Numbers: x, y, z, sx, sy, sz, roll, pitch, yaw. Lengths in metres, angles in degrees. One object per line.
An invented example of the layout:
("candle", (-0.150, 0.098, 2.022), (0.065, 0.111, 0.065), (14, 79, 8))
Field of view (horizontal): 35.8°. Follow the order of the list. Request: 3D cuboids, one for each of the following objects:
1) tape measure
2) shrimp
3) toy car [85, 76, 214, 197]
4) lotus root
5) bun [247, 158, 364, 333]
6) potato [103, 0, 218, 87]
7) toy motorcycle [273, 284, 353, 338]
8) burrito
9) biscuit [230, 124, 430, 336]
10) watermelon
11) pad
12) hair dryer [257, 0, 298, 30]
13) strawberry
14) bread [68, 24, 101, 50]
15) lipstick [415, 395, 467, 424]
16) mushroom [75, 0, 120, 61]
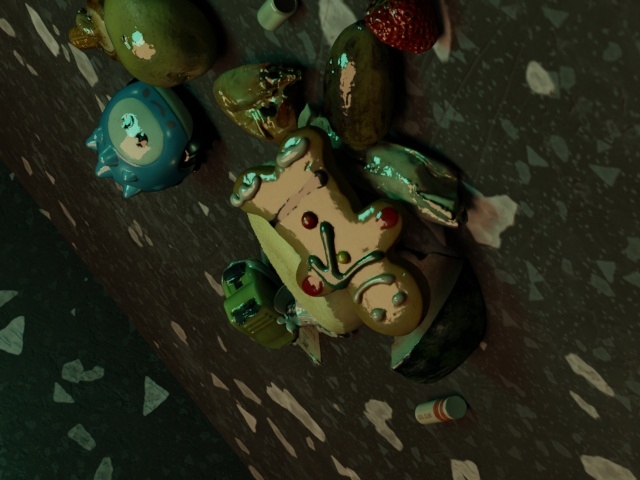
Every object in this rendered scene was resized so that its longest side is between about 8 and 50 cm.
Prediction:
("tape measure", (-0.109, 0.114, 1.850), (0.200, 0.106, 0.175), (40, -160, -52))
("shrimp", (-0.078, -0.201, 1.431), (0.145, 0.061, 0.267), (47, 156, -10))
("toy car", (-0.318, -0.176, 1.767), (0.188, 0.190, 0.255), (53, 156, 0))
("lotus root", (0.045, -0.182, 1.183), (0.089, 0.080, 0.179), (36, 145, 34))
("bun", (0.000, 0.000, 1.468), (0.287, 0.146, 0.287), (56, 168, 17))
("potato", (-0.248, -0.326, 1.489), (0.194, 0.157, 0.157), (64, 159, 7))
("toy motorcycle", (-0.012, 0.100, 1.713), (0.150, 0.102, 0.221), (22, 152, 15))
("burrito", (0.071, -0.098, 1.284), (0.309, 0.066, 0.096), (32, 155, 42))
("biscuit", (0.024, 0.000, 1.268), (0.301, 0.049, 0.197), (50, 129, 0))
("watermelon", (0.175, 0.098, 1.407), (0.207, 0.136, 0.202), (39, -139, -60))
("pad", (-0.059, 0.136, 1.962), (0.159, 0.009, 0.265), (41, 155, 28))
("hair dryer", (-0.078, -0.334, 1.268), (0.124, 0.038, 0.063), (60, 157, -3))
("strawberry", (0.091, -0.232, 1.048), (0.083, 0.073, 0.073), (45, 161, -18))
("bread", (-0.434, -0.386, 1.865), (0.157, 0.044, 0.052), (11, 137, 59))
("lipstick", (0.198, 0.281, 1.636), (0.038, 0.038, 0.131), (52, 158, 1))
("mushroom", (-0.360, -0.364, 1.699), (0.127, 0.087, 0.127), (47, 160, 23))
